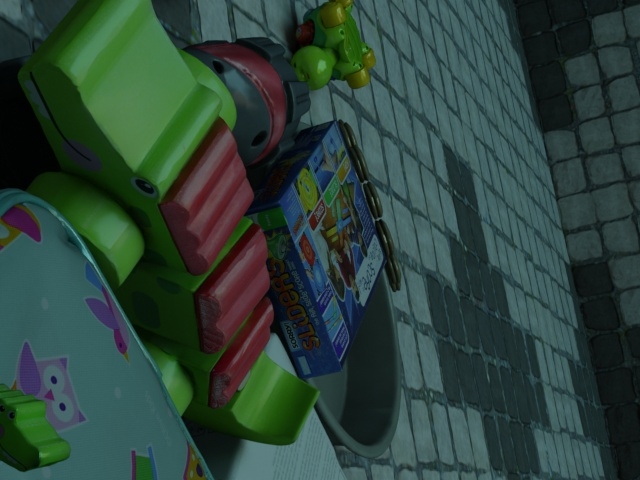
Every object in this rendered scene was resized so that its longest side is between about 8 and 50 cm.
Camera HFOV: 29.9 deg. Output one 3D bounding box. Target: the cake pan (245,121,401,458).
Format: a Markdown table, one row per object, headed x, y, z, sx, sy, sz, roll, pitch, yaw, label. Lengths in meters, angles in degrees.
| x | y | z | sx | sy | sz | roll | pitch | yaw | label |
| --- | --- | --- | --- | --- | --- | --- | --- | --- | --- |
| -0.004 | 0.045 | 1.029 | 0.293 | 0.054 | 0.293 | -15 | 90 | -71 | cake pan |

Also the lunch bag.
| x | y | z | sx | sy | sz | roll | pitch | yaw | label |
| --- | --- | --- | --- | --- | --- | --- | --- | --- | --- |
| -0.133 | 0.138 | 0.507 | 0.224 | 0.108 | 0.279 | -72 | 143 | -58 | lunch bag |

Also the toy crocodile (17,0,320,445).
| x | y | z | sx | sy | sz | roll | pitch | yaw | label |
| --- | --- | --- | --- | --- | --- | --- | --- | --- | --- |
| -0.073 | 0.009 | 0.634 | 0.115 | 0.105 | 0.340 | -56 | 154 | -33 | toy crocodile |

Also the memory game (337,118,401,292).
| x | y | z | sx | sy | sz | roll | pitch | yaw | label |
| --- | --- | --- | --- | --- | --- | --- | --- | --- | --- |
| 0.049 | -0.035 | 1.207 | 0.186 | 0.012 | 0.186 | 161 | -90 | -88 | memory game |

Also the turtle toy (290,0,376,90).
| x | y | z | sx | sy | sz | roll | pitch | yaw | label |
| --- | --- | --- | --- | --- | --- | --- | --- | --- | --- |
| 0.007 | -0.196 | 1.220 | 0.130 | 0.066 | 0.095 | -71 | 142 | -58 | turtle toy |

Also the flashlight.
| x | y | z | sx | sy | sz | roll | pitch | yaw | label |
| --- | --- | --- | --- | --- | --- | --- | --- | --- | --- |
| -0.102 | -0.074 | 0.784 | 0.103 | 0.103 | 0.304 | 32 | 23 | 8 | flashlight |

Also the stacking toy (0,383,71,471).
| x | y | z | sx | sy | sz | roll | pitch | yaw | label |
| --- | --- | --- | --- | --- | --- | --- | --- | --- | --- |
| -0.192 | 0.005 | 0.321 | 0.052 | 0.221 | 0.167 | -65 | 161 | 7 | stacking toy |

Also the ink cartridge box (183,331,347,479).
| x | y | z | sx | sy | sz | roll | pitch | yaw | label |
| --- | --- | --- | --- | --- | --- | --- | --- | --- | --- |
| -0.031 | 0.237 | 0.805 | 0.275 | 0.060 | 0.239 | -76 | 148 | -55 | ink cartridge box |

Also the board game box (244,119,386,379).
| x | y | z | sx | sy | sz | roll | pitch | yaw | label |
| --- | --- | --- | --- | --- | --- | --- | --- | --- | --- |
| 0.000 | 0.000 | 0.931 | 0.201 | 0.035 | 0.136 | -60 | 132 | -65 | board game box |
